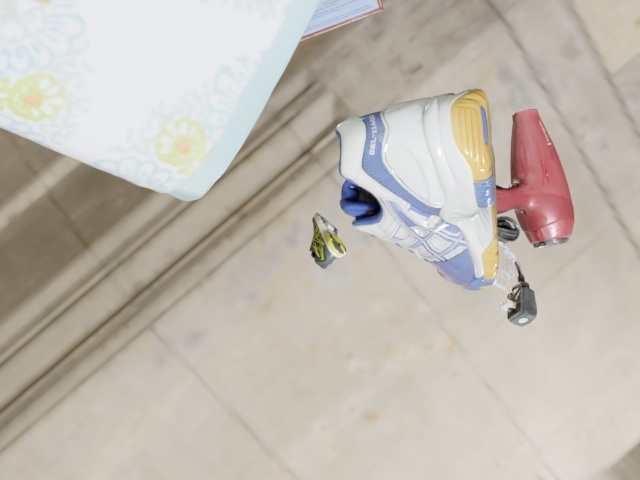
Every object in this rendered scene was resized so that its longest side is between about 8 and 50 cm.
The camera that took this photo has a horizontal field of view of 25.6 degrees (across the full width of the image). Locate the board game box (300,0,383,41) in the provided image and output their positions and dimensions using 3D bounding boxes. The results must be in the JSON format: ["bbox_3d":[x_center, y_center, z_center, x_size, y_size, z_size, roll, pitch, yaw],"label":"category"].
[{"bbox_3d":[-0.067,-0.333,1.913,0.027,0.281,0.145,-22,-86,-72],"label":"board game box"}]

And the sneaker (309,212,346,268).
[{"bbox_3d":[0.000,0.000,1.503,0.031,0.035,0.083,39,-167,-27],"label":"sneaker"}]

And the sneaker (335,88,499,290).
[{"bbox_3d":[0.085,-0.041,1.194,0.296,0.130,0.112,68,-161,-63],"label":"sneaker"}]

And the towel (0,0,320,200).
[{"bbox_3d":[-0.137,-0.242,1.059,0.320,0.375,0.090,24,-172,-36],"label":"towel"}]

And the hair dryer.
[{"bbox_3d":[0.262,-0.055,1.878,0.080,0.294,0.223,-11,137,37],"label":"hair dryer"}]
